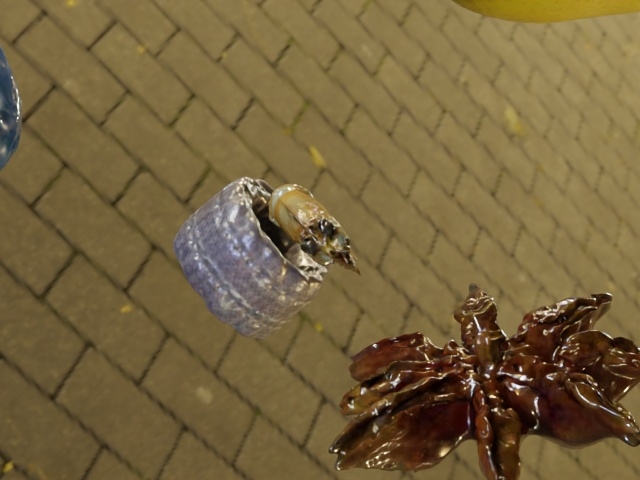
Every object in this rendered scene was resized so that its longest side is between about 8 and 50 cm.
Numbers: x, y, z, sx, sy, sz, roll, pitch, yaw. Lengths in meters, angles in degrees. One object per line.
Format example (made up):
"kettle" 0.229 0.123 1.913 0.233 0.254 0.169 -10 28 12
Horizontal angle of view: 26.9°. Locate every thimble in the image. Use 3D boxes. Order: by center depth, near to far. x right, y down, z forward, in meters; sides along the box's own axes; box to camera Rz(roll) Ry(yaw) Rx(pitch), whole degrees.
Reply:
"thimble" -0.067 0.017 1.339 0.150 0.098 0.150 44 19 -20

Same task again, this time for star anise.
"star anise" 0.124 0.107 1.002 0.288 0.288 0.088 -49 129 -54

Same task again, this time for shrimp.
"shrimp" 0.000 0.000 1.091 0.099 0.041 0.180 49 -1 -12

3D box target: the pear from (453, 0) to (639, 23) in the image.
"pear" 0.235 -0.317 1.113 0.285 0.285 0.336 40 61 -20

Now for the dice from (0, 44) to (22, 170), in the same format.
"dice" -0.335 -0.110 1.061 0.146 0.143 0.146 1 59 -50
